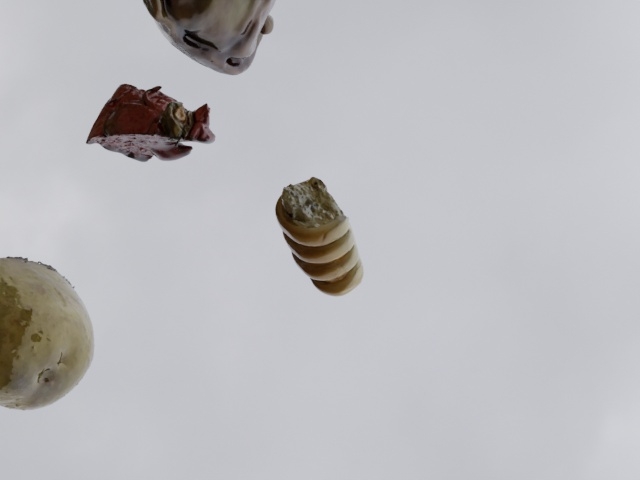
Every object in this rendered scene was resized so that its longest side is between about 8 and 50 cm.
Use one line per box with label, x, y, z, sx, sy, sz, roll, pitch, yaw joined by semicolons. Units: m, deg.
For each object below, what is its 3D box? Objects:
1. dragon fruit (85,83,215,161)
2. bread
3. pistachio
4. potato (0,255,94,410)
dragon fruit;-0.235;-0.145;1.564;0.192;0.092;0.122;8;-58;30
bread;0.000;0.000;1.488;0.084;0.177;0.119;-31;-138;-9
pistachio;-0.102;-0.236;1.031;0.130;0.210;0.165;-22;-88;26
potato;-0.469;0.157;1.722;0.242;0.285;0.243;-15;-123;26
